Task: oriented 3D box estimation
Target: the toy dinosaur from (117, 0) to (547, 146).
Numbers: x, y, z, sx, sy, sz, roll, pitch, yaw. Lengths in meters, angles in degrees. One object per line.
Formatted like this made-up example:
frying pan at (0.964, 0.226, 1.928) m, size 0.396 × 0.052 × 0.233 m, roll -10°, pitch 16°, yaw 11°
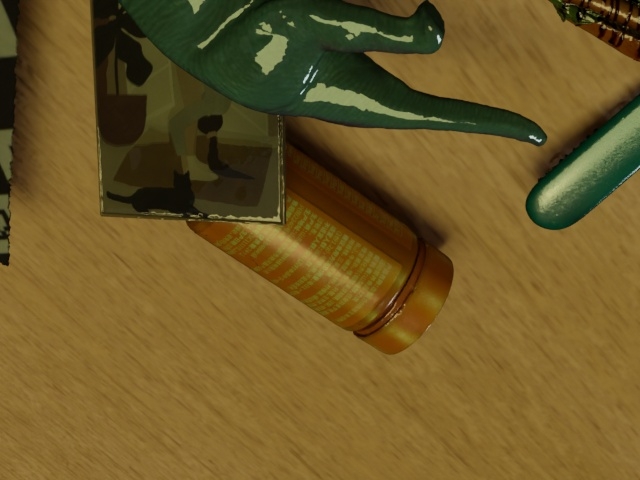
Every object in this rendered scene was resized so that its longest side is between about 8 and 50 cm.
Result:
toy dinosaur at (-0.097, -0.133, 0.726) m, size 0.331 × 0.129 × 0.383 m, roll -28°, pitch 113°, yaw 25°

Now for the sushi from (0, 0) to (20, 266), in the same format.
sushi at (-0.353, -0.136, 0.863) m, size 0.294 × 0.059 × 0.292 m, roll 18°, pitch 130°, yaw 0°

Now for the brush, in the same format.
brush at (0.216, -0.077, 0.793) m, size 0.043 × 0.032 × 0.193 m, roll 37°, pitch 120°, yaw -14°

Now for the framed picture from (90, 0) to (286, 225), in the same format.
framed picture at (-0.090, -0.111, 0.784) m, size 0.136 × 0.010 × 0.201 m, roll 3°, pitch 105°, yaw 12°

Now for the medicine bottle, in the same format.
medicine bottle at (0.000, 0.000, 0.876) m, size 0.192 × 0.096 × 0.096 m, roll 34°, pitch 133°, yaw -18°

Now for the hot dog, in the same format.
hot dog at (0.199, -0.139, 0.723) m, size 0.122 × 0.037 × 0.049 m, roll 20°, pitch 112°, yaw -6°
